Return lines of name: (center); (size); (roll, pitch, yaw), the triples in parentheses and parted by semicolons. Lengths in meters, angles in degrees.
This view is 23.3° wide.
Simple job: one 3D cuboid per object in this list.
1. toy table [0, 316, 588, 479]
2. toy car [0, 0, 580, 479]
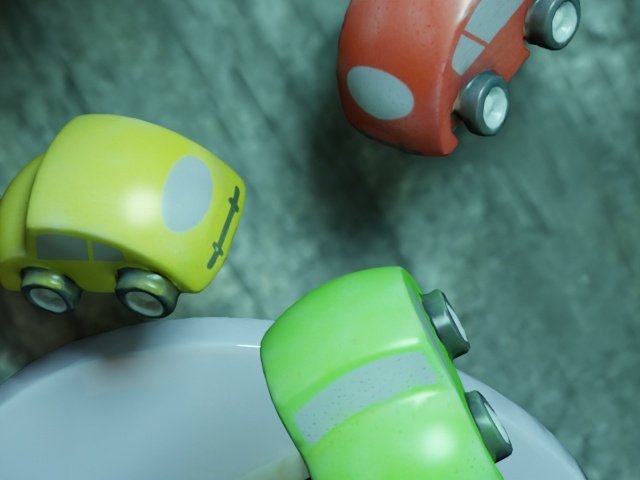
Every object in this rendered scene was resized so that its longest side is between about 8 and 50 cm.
toy table: (-0.006, 0.145, 0.582); (0.274, 0.161, 0.252); (2, 111, -7)
toy car: (0.000, 0.000, 0.492); (0.239, 0.225, 0.053); (-28, 136, 7)
